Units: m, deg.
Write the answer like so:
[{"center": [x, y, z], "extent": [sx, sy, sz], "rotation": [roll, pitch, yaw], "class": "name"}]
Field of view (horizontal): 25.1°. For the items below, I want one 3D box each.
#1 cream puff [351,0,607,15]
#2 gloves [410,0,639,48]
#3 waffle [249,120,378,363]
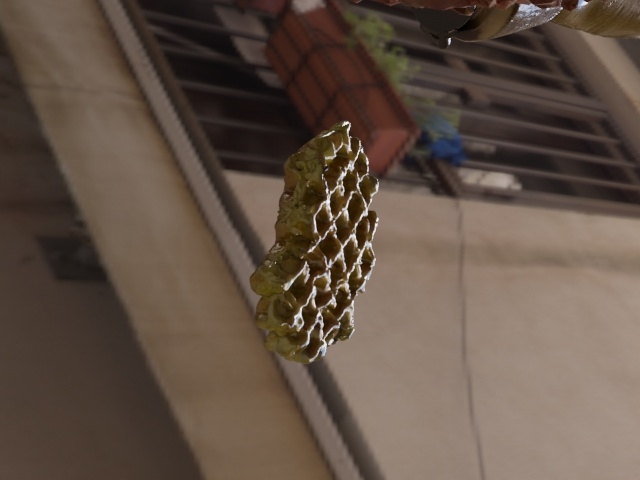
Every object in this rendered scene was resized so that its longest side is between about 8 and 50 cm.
[{"center": [0.070, -0.195, 0.451], "extent": [0.350, 0.350, 0.229], "rotation": [-27, -101, 38], "class": "cream puff"}, {"center": [0.205, -0.204, 0.967], "extent": [0.154, 0.331, 0.141], "rotation": [32, -55, 48], "class": "gloves"}, {"center": [-0.001, 0.000, 1.500], "extent": [0.056, 0.249, 0.253], "rotation": [8, -84, 23], "class": "waffle"}]
